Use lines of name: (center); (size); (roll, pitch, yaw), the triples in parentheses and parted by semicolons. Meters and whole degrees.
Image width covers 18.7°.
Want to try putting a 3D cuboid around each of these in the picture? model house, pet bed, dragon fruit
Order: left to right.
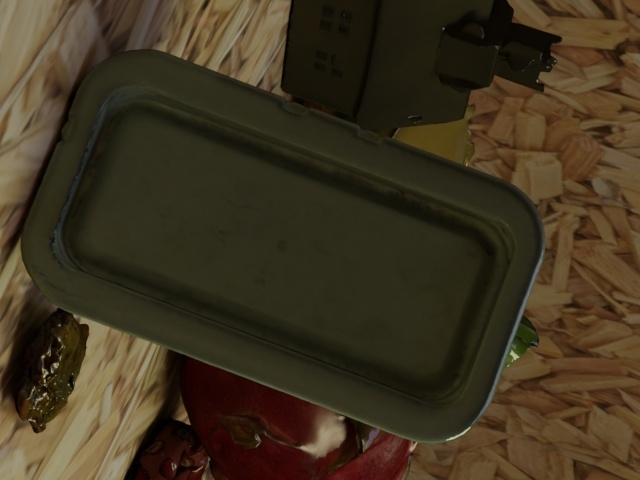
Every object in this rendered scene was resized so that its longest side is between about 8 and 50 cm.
pet bed: (-0.161, 0.267, 1.886); (0.201, 0.053, 0.201); (15, 90, -79)
dragon fruit: (-0.017, 0.138, 1.835); (0.250, 0.250, 0.315); (-62, 171, -47)
model house: (0.115, -0.221, 1.859); (0.211, 0.243, 0.204); (100, 13, -49)

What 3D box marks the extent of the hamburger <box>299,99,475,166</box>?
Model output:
hamburger: (0.046, -0.086, 2.037); (0.237, 0.149, 0.237); (-41, 146, -37)

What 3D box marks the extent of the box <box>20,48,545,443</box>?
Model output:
box: (-0.028, 0.010, 1.295); (0.182, 0.311, 0.175); (121, -10, -83)

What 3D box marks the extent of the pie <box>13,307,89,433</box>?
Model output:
pie: (-0.185, 0.089, 1.350); (0.170, 0.034, 0.092); (101, 9, -79)

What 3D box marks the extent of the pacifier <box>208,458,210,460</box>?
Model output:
pacifier: (-0.112, 0.216, 2.143); (0.064, 0.068, 0.083); (-31, 136, -19)

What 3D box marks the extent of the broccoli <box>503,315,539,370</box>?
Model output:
broccoli: (0.117, 0.076, 2.217); (0.288, 0.245, 0.248); (-54, -173, -20)
